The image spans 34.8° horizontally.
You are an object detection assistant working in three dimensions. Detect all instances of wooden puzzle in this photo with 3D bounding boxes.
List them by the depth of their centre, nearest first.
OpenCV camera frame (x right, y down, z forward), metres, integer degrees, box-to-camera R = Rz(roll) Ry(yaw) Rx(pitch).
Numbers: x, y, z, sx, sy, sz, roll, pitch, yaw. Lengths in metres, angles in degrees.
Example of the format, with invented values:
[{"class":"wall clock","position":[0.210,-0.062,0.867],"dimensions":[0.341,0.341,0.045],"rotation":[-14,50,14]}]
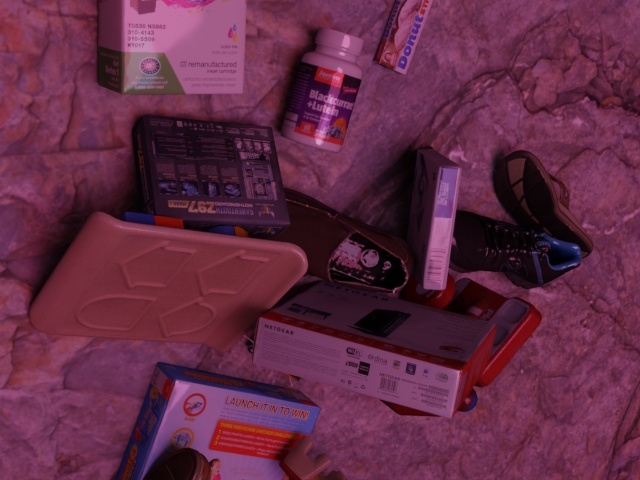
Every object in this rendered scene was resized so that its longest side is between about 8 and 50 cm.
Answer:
[{"class":"wooden puzzle","position":[-0.243,0.060,1.605],"dimensions":[0.348,0.080,0.322],"rotation":[12,141,-30]}]

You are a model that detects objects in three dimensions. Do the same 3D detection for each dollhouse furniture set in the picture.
[{"class":"dollhouse furniture set","position":[0.043,0.543,1.869],"dimensions":[0.152,0.201,0.374],"rotation":[-45,141,-12]}]

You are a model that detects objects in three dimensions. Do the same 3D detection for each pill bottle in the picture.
[{"class":"pill bottle","position":[0.009,-0.253,1.713],"dimensions":[0.108,0.108,0.193],"rotation":[11,99,-32]}]

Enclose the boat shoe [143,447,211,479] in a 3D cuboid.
[{"class":"boat shoe","position":[-0.260,0.480,1.694],"dimensions":[0.104,0.111,0.307],"rotation":[27,101,-37]}]

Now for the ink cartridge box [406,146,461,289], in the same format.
[{"class":"ink cartridge box","position":[0.191,-0.047,1.833],"dimensions":[0.045,0.224,0.223],"rotation":[4,103,-8]}]

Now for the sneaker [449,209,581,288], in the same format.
[{"class":"sneaker","position":[0.358,0.003,1.962],"dimensions":[0.341,0.140,0.125],"rotation":[13,68,-37]}]

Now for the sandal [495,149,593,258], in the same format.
[{"class":"sandal","position":[0.448,-0.075,2.039],"dimensions":[0.303,0.120,0.086],"rotation":[48,52,-34]}]

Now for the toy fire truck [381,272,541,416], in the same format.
[{"class":"toy fire truck","position":[0.238,0.203,1.902],"dimensions":[0.302,0.254,0.169],"rotation":[-48,122,-9]}]

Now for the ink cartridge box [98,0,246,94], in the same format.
[{"class":"ink cartridge box","position":[-0.222,-0.365,1.538],"dimensions":[0.202,0.117,0.278],"rotation":[-5,107,-29]}]

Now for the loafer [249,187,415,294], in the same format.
[{"class":"loafer","position":[0.000,0.000,1.730],"dimensions":[0.366,0.130,0.133],"rotation":[14,98,-11]}]

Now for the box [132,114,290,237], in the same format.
[{"class":"box","position":[-0.174,-0.100,1.628],"dimensions":[0.233,0.059,0.183],"rotation":[1,65,-30]}]

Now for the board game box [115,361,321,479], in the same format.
[{"class":"board game box","position":[-0.191,0.395,1.814],"dimensions":[0.308,0.086,0.301],"rotation":[18,96,-33]}]

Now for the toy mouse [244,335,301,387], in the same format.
[{"class":"toy mouse","position":[-0.084,0.193,1.804],"dimensions":[0.143,0.161,0.031],"rotation":[34,65,-2]}]

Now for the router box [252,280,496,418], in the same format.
[{"class":"router box","position":[0.098,0.170,1.699],"dimensions":[0.301,0.336,0.082],"rotation":[-26,127,-69]}]

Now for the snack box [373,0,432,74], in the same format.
[{"class":"snack box","position":[0.153,-0.388,1.805],"dimensions":[0.064,0.022,0.178],"rotation":[17,96,-34]}]
